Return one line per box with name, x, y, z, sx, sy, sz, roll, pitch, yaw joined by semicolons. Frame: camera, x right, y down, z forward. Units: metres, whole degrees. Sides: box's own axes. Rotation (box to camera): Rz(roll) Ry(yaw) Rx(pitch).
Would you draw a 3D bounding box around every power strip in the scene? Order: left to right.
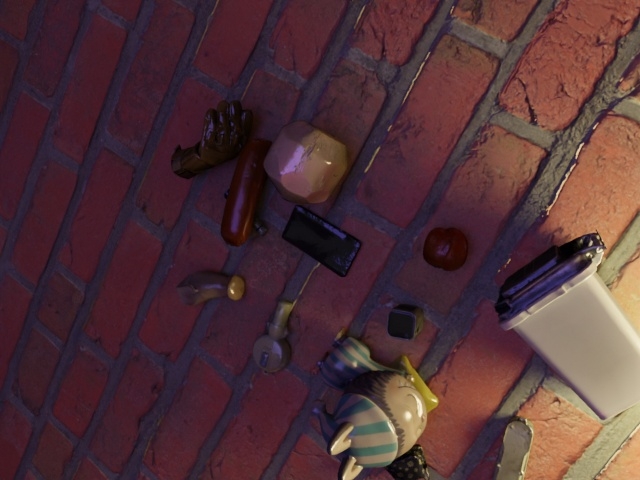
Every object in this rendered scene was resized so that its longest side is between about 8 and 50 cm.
power strip;0.510;0.600;1.526;0.080;0.048;0.286;13;100;21

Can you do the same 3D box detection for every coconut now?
coconut;-0.050;-0.213;1.620;0.227;0.227;0.230;36;103;18

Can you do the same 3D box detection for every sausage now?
sausage;-0.230;-0.152;1.746;0.097;0.094;0.349;15;85;19

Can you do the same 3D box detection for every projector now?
projector;0.238;0.229;1.601;0.083;0.082;0.083;8;99;24

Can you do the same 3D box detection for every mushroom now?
mushroom;-0.370;0.153;1.876;0.246;0.096;0.108;-7;66;23

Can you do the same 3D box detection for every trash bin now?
trash bin;0.628;0.195;1.335;0.296;0.256;0.368;-41;84;21

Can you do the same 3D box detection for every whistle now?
whistle;-0.145;0.311;1.800;0.126;0.067;0.258;21;101;21

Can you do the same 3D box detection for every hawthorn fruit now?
hawthorn fruit;0.333;0.022;1.522;0.128;0.128;0.128;3;96;25

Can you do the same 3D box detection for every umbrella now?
umbrella;-0.241;-0.088;1.816;0.188;0.050;0.046;50;141;11

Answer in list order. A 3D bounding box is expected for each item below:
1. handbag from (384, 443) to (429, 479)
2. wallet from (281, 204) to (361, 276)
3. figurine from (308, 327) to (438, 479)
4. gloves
handbag;0.265;0.671;1.646;0.115;0.072;0.139;-29;96;23
wallet;0.000;0.000;1.723;0.244;0.025;0.124;31;107;18
figurine;0.096;0.441;1.528;0.361;0.377;0.266;37;109;16
gloves;-0.331;-0.304;1.784;0.331;0.154;0.141;-30;67;30
